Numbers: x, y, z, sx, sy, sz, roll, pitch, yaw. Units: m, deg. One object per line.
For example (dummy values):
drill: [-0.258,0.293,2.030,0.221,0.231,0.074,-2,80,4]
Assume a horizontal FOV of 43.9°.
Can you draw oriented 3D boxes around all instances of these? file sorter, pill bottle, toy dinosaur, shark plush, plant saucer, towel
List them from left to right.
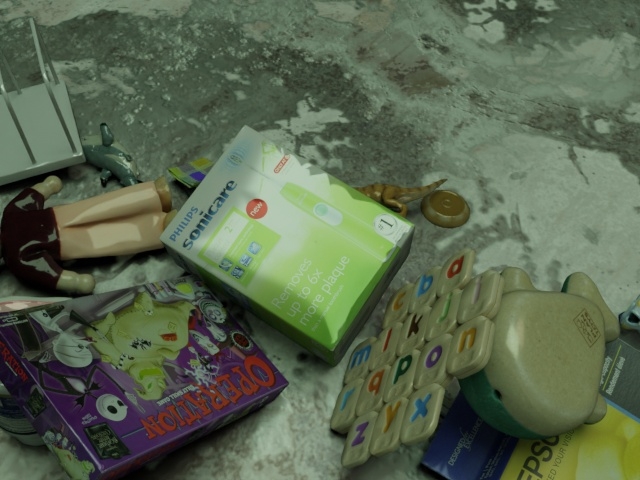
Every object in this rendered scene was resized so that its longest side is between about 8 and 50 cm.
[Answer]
file sorter: [-0.535,-0.204,1.221,0.277,0.173,0.193,-17,55,-11]
pill bottle: [-0.349,0.177,0.948,0.094,0.169,0.094,4,51,-4]
shark plush: [-0.331,-0.112,1.289,0.067,0.073,0.161,-38,83,-10]
towel: [-0.200,-0.112,1.296,0.060,0.009,0.083,35,38,26]
toy dinosaur: [0.114,-0.068,1.270,0.211,0.064,0.112,-3,54,-4]
plant saucer: [0.207,-0.057,1.312,0.083,0.015,0.083,3,50,-4]

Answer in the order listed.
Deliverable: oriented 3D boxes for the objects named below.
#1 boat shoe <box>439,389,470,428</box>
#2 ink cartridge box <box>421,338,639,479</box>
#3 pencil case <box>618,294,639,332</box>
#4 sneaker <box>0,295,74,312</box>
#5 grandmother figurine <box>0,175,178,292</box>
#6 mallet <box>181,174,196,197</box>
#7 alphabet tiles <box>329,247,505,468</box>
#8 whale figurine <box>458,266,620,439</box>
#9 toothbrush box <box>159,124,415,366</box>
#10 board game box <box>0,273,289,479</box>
boat shoe: [0.160,0.215,1.067,0.100,0.035,0.035,34,52,16]
ink cartridge box: [0.334,0.245,1.025,0.307,0.072,0.304,32,54,9]
pencil case: [0.556,0.159,1.106,0.273,0.113,0.124,42,29,23]
sneaker: [-0.395,0.115,1.071,0.134,0.051,0.070,-2,45,-14]
grandmother figurine: [-0.383,-0.014,1.152,0.342,0.104,0.208,-14,48,-20]
mallet: [-0.169,-0.042,1.244,0.062,0.039,0.190,-14,50,-16]
alphabet tiles: [0.113,0.143,0.979,0.021,0.284,0.278,35,47,-16]
whale figurine: [0.272,0.136,0.994,0.272,0.141,0.216,-29,85,-45]
toothbrush box: [-0.042,0.007,1.106,0.283,0.122,0.206,32,75,14]
board game box: [-0.200,0.146,0.933,0.208,0.056,0.347,51,25,15]
